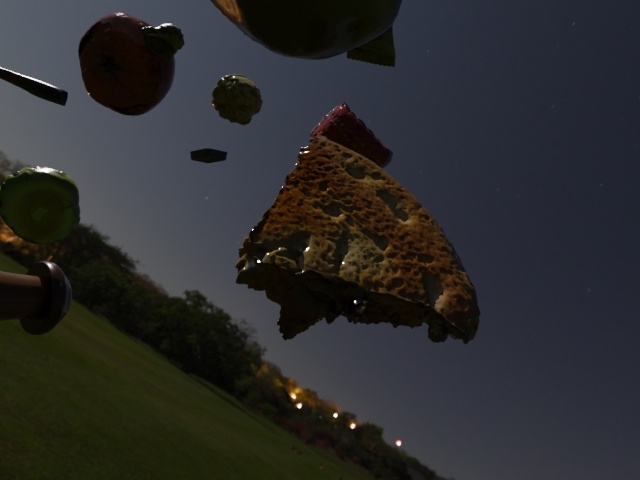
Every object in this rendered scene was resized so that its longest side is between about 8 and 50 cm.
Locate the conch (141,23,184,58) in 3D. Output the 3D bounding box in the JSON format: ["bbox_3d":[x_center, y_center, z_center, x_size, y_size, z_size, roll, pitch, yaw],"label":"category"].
[{"bbox_3d":[-0.413,-0.528,1.234,0.074,0.121,0.089,14,-73,42],"label":"conch"}]

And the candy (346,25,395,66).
[{"bbox_3d":[0.137,-0.580,1.214,0.149,0.069,0.246,17,-44,16],"label":"candy"}]

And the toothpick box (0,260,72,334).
[{"bbox_3d":[-0.771,0.137,1.139,0.192,0.192,0.294,19,3,35],"label":"toothpick box"}]

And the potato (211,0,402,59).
[{"bbox_3d":[-0.040,-0.326,0.485,0.216,0.216,0.304,89,-24,-64],"label":"potato"}]

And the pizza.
[{"bbox_3d":[0.017,0.010,0.461,0.289,0.229,0.081,52,-39,28],"label":"pizza"}]

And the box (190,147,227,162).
[{"bbox_3d":[-0.398,-0.300,1.659,0.126,0.031,0.091,2,-2,42],"label":"box"}]

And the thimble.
[{"bbox_3d":[0.078,-0.227,1.137,0.189,0.125,0.163,40,15,-22],"label":"thimble"}]

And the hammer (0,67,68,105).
[{"bbox_3d":[-0.726,-0.383,1.060,0.290,0.037,0.137,20,-20,-12],"label":"hammer"}]

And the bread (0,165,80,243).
[{"bbox_3d":[-0.479,-0.062,0.804,0.071,0.130,0.139,-124,-158,-51],"label":"bread"}]

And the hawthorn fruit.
[{"bbox_3d":[-0.559,-0.522,1.388,0.276,0.276,0.307,43,15,-19],"label":"hawthorn fruit"}]

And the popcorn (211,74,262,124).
[{"bbox_3d":[-0.190,-0.327,1.085,0.121,0.106,0.116,-13,-73,38],"label":"popcorn"}]
